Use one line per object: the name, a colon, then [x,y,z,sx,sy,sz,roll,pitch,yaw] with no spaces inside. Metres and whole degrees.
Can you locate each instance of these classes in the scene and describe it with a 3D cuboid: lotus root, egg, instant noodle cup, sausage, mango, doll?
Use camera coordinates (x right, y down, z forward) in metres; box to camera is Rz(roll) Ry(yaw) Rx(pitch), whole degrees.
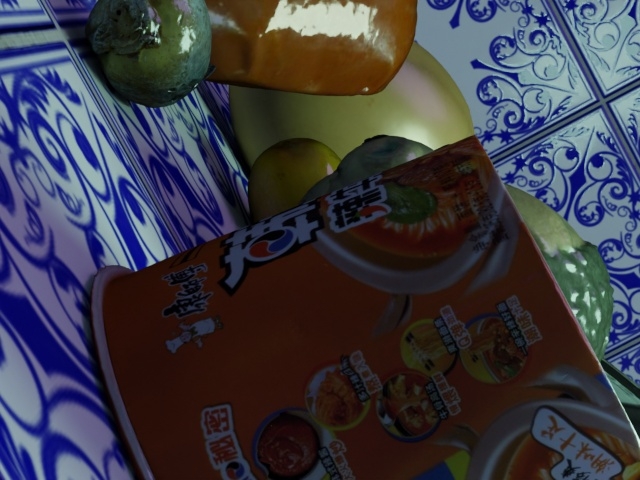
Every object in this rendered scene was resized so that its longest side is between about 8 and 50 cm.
lotus root: [-0.110,-0.132,1.080,0.088,0.088,0.165,62,-4,3]
egg: [0.022,-0.110,1.504,0.244,0.201,0.201,38,18,-30]
instant noodle cup: [0.035,0.079,0.774,0.250,0.192,0.250,61,5,-10]
sausage: [-0.038,-0.191,1.297,0.268,0.141,0.153,4,5,-41]
mango: [0.000,0.000,1.342,0.130,0.092,0.195,-111,176,-59]
doll: [0.071,0.046,1.127,0.247,0.247,0.349,62,21,6]

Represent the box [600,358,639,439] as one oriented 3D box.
box: [0.204,0.136,1.530,0.359,0.091,0.350,40,15,34]
